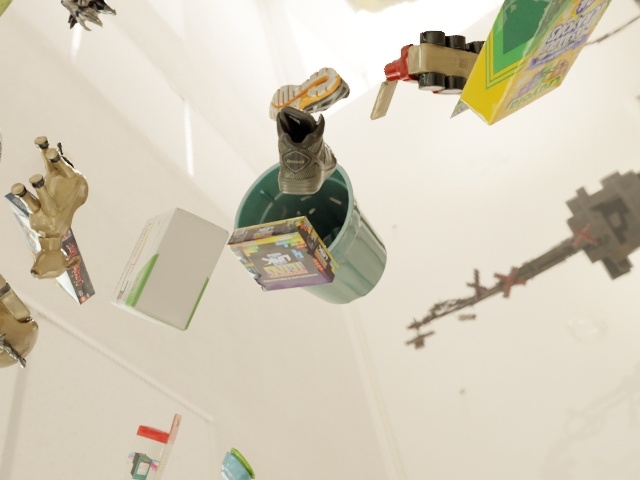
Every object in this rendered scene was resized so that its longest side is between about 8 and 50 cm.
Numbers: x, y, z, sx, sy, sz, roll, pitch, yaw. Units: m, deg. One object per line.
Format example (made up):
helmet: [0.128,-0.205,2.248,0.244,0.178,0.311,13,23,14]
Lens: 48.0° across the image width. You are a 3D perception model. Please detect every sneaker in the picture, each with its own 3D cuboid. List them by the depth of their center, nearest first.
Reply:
sneaker: [-0.020,-0.167,1.199,0.227,0.087,0.130,-61,-25,-67]
sneaker: [-0.027,-0.309,1.593,0.083,0.215,0.084,18,-116,-48]

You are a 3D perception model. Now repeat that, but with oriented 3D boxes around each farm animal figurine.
farm animal figurine: [-0.449,0.043,0.962,0.172,0.331,0.326,81,163,-53]

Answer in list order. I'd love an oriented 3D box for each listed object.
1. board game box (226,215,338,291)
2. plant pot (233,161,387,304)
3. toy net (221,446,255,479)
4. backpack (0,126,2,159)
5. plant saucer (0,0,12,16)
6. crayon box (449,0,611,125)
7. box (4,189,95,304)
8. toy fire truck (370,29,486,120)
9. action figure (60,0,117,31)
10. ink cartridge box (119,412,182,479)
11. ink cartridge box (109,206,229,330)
board game box: [-0.073,0.030,1.381,0.141,0.170,0.048,57,-140,-32]
plant pot: [0.000,0.000,1.916,0.334,0.341,0.341,44,-160,-52]
toy net: [-0.131,0.483,1.343,0.122,0.045,0.232,36,149,31]
backpack: [-0.830,-0.241,1.606,0.274,0.356,0.290,-3,-107,-43]
plant saucer: [-0.570,-0.430,1.259,0.037,0.241,0.241,37,-156,-33]
crayon box: [0.359,-0.325,1.197,0.083,0.203,0.323,49,151,20]
box: [-0.555,0.014,1.484,0.159,0.044,0.233,34,147,22]
toy fire truck: [0.232,-0.356,1.611,0.217,0.246,0.158,-1,-87,-36]
action figure: [-0.478,-0.525,1.518,0.141,0.164,0.275,35,171,1]
ink cartridge box: [-0.404,0.512,1.692,0.134,0.078,0.230,106,-178,-73]
ink cartridge box: [-0.303,0.057,1.404,0.117,0.201,0.278,27,167,-20]
